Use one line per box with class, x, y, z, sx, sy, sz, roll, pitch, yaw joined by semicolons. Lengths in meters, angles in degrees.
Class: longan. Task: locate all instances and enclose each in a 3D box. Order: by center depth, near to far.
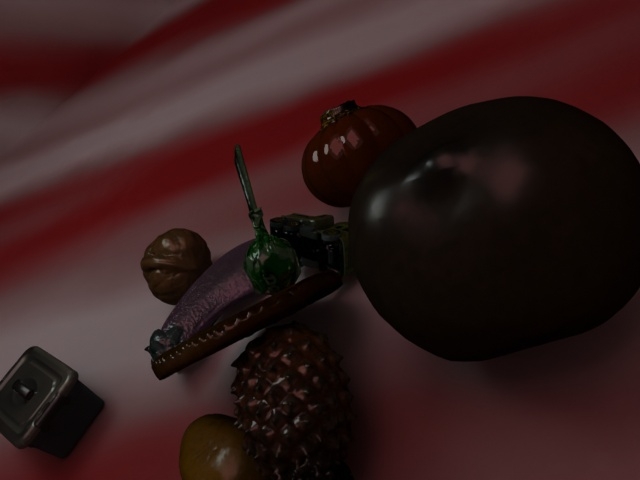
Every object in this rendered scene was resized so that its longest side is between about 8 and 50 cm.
longan;0.211;-0.015;0.775;0.361;0.361;0.361;-22;42;21

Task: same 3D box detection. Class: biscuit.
biscuit;-0.110;0.127;0.960;0.318;0.318;0.040;-29;84;13

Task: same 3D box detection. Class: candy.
candy;-0.114;-0.049;1.083;0.097;0.097;0.323;-29;57;13

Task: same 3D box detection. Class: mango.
mango;-0.141;0.322;0.917;0.137;0.098;0.195;-49;32;-7

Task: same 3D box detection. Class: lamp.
lamp;0.073;-0.150;1.119;0.223;0.196;0.223;-26;3;1

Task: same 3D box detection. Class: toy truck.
toy truck;0.000;0.000;1.111;0.191;0.085;0.116;14;27;41

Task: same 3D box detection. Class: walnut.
walnut;-0.286;0.053;1.257;0.166;0.149;0.166;-13;72;48

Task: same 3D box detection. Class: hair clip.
hair clip;-0.182;0.102;1.173;0.358;0.095;0.110;-47;22;-14

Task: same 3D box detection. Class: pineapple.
pineapple;-0.015;0.272;0.781;0.175;0.175;0.361;-32;44;9

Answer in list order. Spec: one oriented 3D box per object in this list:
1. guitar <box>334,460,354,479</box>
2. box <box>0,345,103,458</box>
guitar;-0.054;0.377;0.844;0.233;0.025;0.088;-34;36;7
box;-0.543;0.315;1.216;0.227;0.130;0.162;11;60;43
